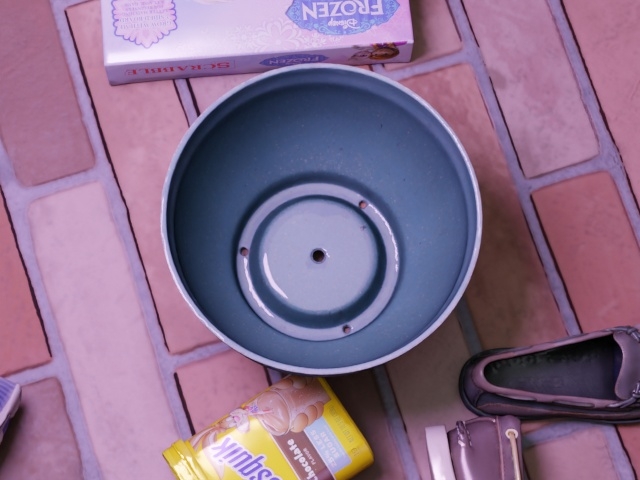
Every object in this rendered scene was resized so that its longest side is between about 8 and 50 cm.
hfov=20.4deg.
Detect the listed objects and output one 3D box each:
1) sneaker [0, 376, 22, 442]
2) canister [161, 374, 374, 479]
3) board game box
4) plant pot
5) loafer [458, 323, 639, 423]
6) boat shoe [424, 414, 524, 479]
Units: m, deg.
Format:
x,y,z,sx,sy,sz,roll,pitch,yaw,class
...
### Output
x,y,z,sx,sy,sz,roll,pitch,yaw,class
-0.410,0.263,1.673,0.127,0.182,0.315,25,48,3,sneaker
-0.049,0.211,1.717,0.170,0.073,0.126,-33,79,-10,canister
-0.075,-0.332,1.852,0.319,0.066,0.318,-5,76,-2,board game box
0.000,0.000,1.705,0.293,0.196,0.293,0,76,-1,plant pot
0.271,0.131,1.735,0.267,0.084,0.096,-7,76,-3,loafer
0.177,0.323,1.674,0.097,0.116,0.324,-12,71,-1,boat shoe
